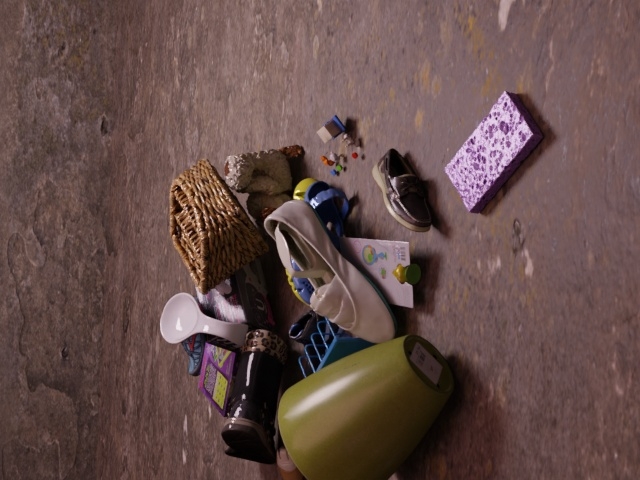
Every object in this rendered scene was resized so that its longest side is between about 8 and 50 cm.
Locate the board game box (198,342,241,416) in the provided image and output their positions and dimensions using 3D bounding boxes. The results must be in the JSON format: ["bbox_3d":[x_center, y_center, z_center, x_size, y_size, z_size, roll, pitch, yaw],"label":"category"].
[{"bbox_3d":[-0.285,0.325,2.405,0.208,0.056,0.347,29,112,51],"label":"board game box"}]

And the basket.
[{"bbox_3d":[-0.311,-0.048,2.089,0.223,0.213,0.299,-35,44,-1],"label":"basket"}]

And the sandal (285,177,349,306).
[{"bbox_3d":[0.000,0.000,1.891,0.138,0.126,0.318,-9,79,53],"label":"sandal"}]

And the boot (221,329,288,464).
[{"bbox_3d":[-0.166,0.419,2.098,0.377,0.138,0.284,83,-164,-63],"label":"boot"}]

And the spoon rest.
[{"bbox_3d":[-0.317,0.212,2.069,0.276,0.084,0.137,8,77,35],"label":"spoon rest"}]

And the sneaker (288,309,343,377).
[{"bbox_3d":[-0.031,0.249,1.922,0.079,0.121,0.217,52,130,49],"label":"sneaker"}]

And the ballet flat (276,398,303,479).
[{"bbox_3d":[-0.085,0.504,2.019,0.080,0.073,0.232,-6,81,23],"label":"ballet flat"}]

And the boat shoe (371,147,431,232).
[{"bbox_3d":[0.172,-0.108,1.661,0.224,0.080,0.073,-115,36,-44],"label":"boat shoe"}]

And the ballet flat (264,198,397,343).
[{"bbox_3d":[0.005,0.081,1.745,0.400,0.139,0.139,54,134,22],"label":"ballet flat"}]

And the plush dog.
[{"bbox_3d":[-0.132,-0.123,2.106,0.262,0.210,0.225,-150,48,-85],"label":"plush dog"}]

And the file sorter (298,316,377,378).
[{"bbox_3d":[0.037,0.248,1.817,0.170,0.118,0.104,-63,37,34],"label":"file sorter"}]

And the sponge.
[{"bbox_3d":[0.314,-0.159,1.478,0.210,0.031,0.117,-56,43,40],"label":"sponge"}]

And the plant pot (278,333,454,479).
[{"bbox_3d":[0.112,0.323,1.586,0.293,0.274,0.275,-44,50,28],"label":"plant pot"}]

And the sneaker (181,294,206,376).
[{"bbox_3d":[-0.416,0.300,2.542,0.104,0.125,0.262,5,92,59],"label":"sneaker"}]

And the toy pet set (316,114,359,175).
[{"bbox_3d":[0.046,-0.235,1.916,0.114,0.065,0.122,54,147,-4],"label":"toy pet set"}]

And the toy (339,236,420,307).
[{"bbox_3d":[0.132,0.062,1.726,0.237,0.056,0.137,6,104,58],"label":"toy"}]

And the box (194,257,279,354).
[{"bbox_3d":[-0.232,0.160,2.188,0.142,0.163,0.247,-28,59,21],"label":"box"}]
